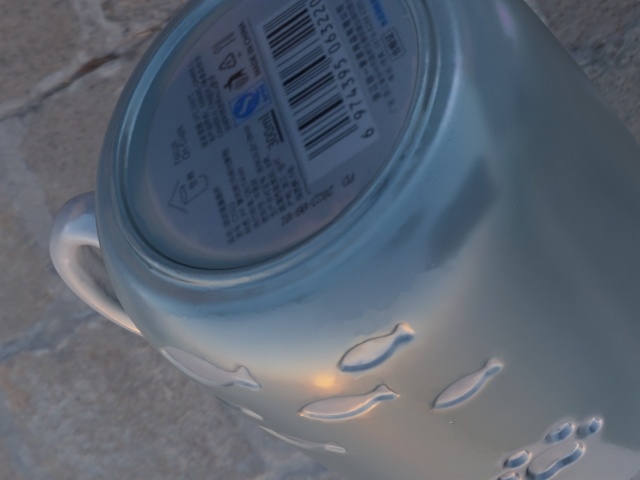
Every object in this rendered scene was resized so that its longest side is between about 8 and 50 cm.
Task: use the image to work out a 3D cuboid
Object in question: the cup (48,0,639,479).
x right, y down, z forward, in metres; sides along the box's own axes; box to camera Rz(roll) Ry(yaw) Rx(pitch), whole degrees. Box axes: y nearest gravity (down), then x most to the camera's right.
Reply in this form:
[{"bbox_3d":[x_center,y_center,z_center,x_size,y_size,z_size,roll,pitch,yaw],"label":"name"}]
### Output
[{"bbox_3d":[0.000,0.000,0.707,0.356,0.274,0.260,-9,60,30],"label":"cup"}]
